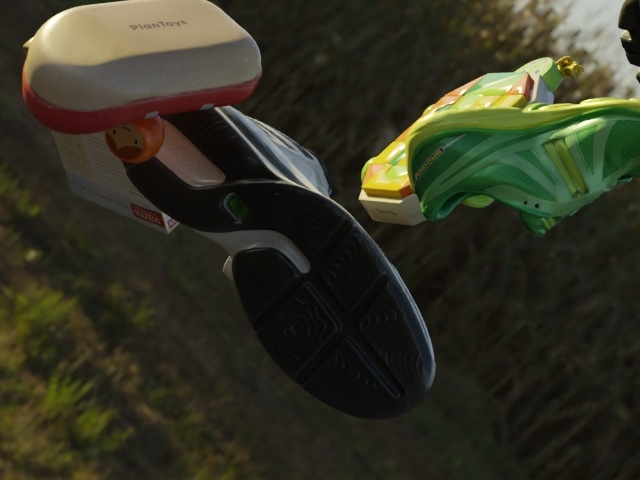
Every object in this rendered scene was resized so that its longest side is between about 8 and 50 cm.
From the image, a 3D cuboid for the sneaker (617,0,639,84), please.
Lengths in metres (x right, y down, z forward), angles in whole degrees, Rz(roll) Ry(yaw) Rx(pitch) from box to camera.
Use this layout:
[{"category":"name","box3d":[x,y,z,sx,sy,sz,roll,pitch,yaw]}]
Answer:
[{"category":"sneaker","box3d":[0.263,-0.073,0.942,0.208,0.094,0.081,62,-17,-19]}]

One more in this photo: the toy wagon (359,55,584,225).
[{"category":"toy wagon","box3d":[0.203,-0.145,2.077,0.068,0.344,0.267,54,-18,-20]}]

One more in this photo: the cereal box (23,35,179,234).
[{"category":"cereal box","box3d":[-0.260,-0.131,1.927,0.173,0.047,0.240,23,-37,31]}]

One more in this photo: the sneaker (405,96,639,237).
[{"category":"sneaker","box3d":[0.227,-0.065,1.471,0.109,0.295,0.124,21,67,-71]}]

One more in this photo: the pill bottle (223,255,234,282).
[{"category":"pill bottle","box3d":[-0.059,0.064,2.080,0.137,0.078,0.078,42,6,18]}]

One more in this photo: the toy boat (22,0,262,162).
[{"category":"toy boat","box3d":[-0.178,-0.143,1.541,0.231,0.151,0.151,-12,40,-33]}]

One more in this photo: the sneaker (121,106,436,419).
[{"category":"sneaker","box3d":[0.000,-0.001,1.730,0.447,0.169,0.257,48,20,18]}]
